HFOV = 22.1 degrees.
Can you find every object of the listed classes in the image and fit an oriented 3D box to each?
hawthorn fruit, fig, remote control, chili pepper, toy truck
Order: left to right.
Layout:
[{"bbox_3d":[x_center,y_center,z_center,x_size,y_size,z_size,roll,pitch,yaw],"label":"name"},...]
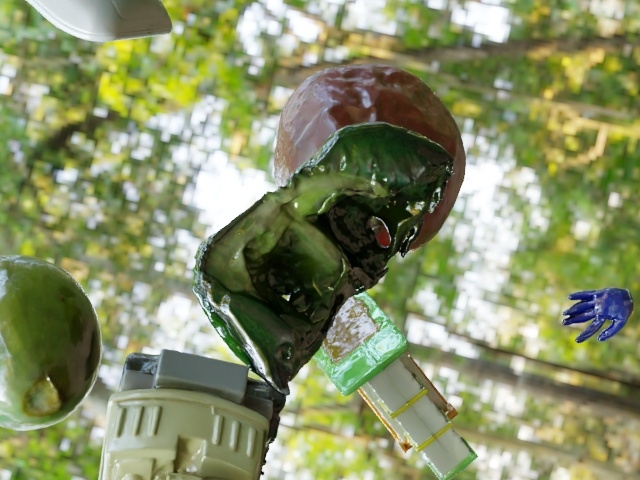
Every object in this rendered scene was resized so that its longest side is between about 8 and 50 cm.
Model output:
[{"bbox_3d":[-0.246,-0.260,1.271,0.055,0.313,0.109,-54,-14,24],"label":"remote control"},{"bbox_3d":[-0.320,0.117,1.766,0.181,0.191,0.181,-14,-53,-20],"label":"fig"},{"bbox_3d":[-0.160,0.309,1.675,0.254,0.180,0.405,-80,5,-55],"label":"toy truck"},{"bbox_3d":[0.000,-0.002,1.456,0.264,0.148,0.116,-45,9,-14],"label":"chili pepper"},{"bbox_3d":[0.059,-0.070,1.878,0.210,0.230,0.266,-54,22,30],"label":"hawthorn fruit"}]

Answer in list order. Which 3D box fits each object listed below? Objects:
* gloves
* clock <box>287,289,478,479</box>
[{"bbox_3d":[0.329,0.088,1.936,0.026,0.086,0.064,133,126,-86],"label":"gloves"},{"bbox_3d":[0.085,0.187,2.159,0.106,0.220,0.255,-38,-54,-2],"label":"clock"}]
